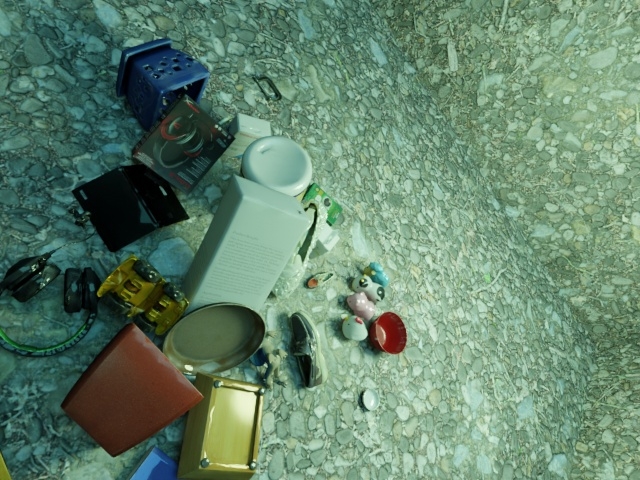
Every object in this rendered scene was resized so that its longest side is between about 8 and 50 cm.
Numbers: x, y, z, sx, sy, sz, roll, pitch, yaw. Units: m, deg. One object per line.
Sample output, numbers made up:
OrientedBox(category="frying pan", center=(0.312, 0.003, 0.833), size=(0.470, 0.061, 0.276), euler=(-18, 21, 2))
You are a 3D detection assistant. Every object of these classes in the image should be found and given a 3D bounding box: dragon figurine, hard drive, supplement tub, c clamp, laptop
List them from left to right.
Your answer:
OrientedBox(category="laptop", center=(-0.616, -0.118, 1.374), size=(0.234, 0.137, 0.264), euler=(59, 24, -3))
OrientedBox(category="hard drive", center=(-0.415, 0.759, 1.141), size=(0.318, 0.040, 0.210), euler=(46, 51, -13))
OrientedBox(category="dragon figurine", center=(-0.199, 0.381, 1.430), size=(0.085, 0.144, 0.289), euler=(-18, 66, -42))
OrientedBox(category="c clamp", center=(-0.252, -0.695, 1.889), size=(0.160, 0.022, 0.137), euler=(51, 45, -7))
OrientedBox(category="supplement tub", center=(-0.179, -0.187, 1.491), size=(0.241, 0.331, 0.240), euler=(7, 63, -14))

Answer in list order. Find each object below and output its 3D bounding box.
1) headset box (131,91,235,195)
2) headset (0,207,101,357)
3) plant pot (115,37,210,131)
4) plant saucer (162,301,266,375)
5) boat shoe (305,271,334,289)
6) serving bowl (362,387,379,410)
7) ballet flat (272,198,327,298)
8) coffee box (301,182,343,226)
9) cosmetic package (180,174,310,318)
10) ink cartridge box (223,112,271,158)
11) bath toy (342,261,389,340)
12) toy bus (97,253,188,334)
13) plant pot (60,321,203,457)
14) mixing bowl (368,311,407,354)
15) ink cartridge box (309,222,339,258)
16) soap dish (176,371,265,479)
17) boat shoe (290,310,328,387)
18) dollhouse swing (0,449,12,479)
OrientedBox(category="headset box", center=(-0.471, -0.314, 1.400), size=(0.293, 0.110, 0.218), euler=(-49, 124, 0))
OrientedBox(category="headset", center=(-0.702, 0.111, 1.099), size=(0.244, 0.185, 0.393), euler=(23, 70, -29))
OrientedBox(category="plant pot", center=(-0.568, -0.554, 1.456), size=(0.212, 0.236, 0.236), euler=(45, 50, -4))
OrientedBox(category="plant saucer", center=(-0.325, 0.297, 1.276), size=(0.311, 0.310, 0.050), euler=(12, 28, -33))
OrientedBox(category="boat shoe", center=(-0.003, 0.163, 1.702), size=(0.137, 0.043, 0.049), euler=(-19, 86, -39))
OrientedBox(category="serving bowl", center=(0.198, 0.640, 1.664), size=(0.084, 0.027, 0.083), euler=(15, 64, -32))
OrientedBox(category="ballet flat", center=(-0.096, 0.018, 1.555), size=(0.147, 0.147, 0.408), euler=(28, 77, -25))
OrientedBox(category="coffee box", center=(0.006, -0.158, 1.843), size=(0.184, 0.040, 0.113), euler=(41, 52, -16))
OrientedBox(category="cosmetic package", center=(-0.250, 0.053, 1.295), size=(0.230, 0.453, 0.161), euler=(19, 24, -31))
OrientedBox(category="ink cartridge box", center=(-0.299, -0.400, 1.614), size=(0.140, 0.191, 0.082), euler=(7, 67, -35))
OrientedBox(category="bath toy", center=(0.182, 0.256, 1.749), size=(0.152, 0.129, 0.348), euler=(21, 52, 11))
OrientedBox(category="toy bus", center=(-0.518, 0.147, 1.217), size=(0.220, 0.211, 0.149), euler=(45, 80, -23))
OrientedBox(category="plant pot", center=(-0.511, 0.397, 1.092), size=(0.267, 0.267, 0.236), euler=(50, 61, -9))
OrientedBox(category="mixing bowl", center=(0.275, 0.402, 1.775), size=(0.182, 0.098, 0.181), euler=(15, 64, -33))
OrientedBox(category="ink cartridge box", center=(0.000, 0.000, 1.705), size=(0.090, 0.143, 0.092), euler=(48, 50, -11))
OrientedBox(category="soap dish", center=(-0.286, 0.561, 1.249), size=(0.229, 0.118, 0.290), euler=(26, 51, -33))
OrientedBox(category="boat shoe", center=(-0.056, 0.403, 1.525), size=(0.092, 0.103, 0.284), euler=(-15, 87, -45))
OrientedBox(category="dollhouse swing", center=(-0.929, 0.442, 0.873), size=(0.347, 0.305, 0.314), euler=(-23, 127, -41))
